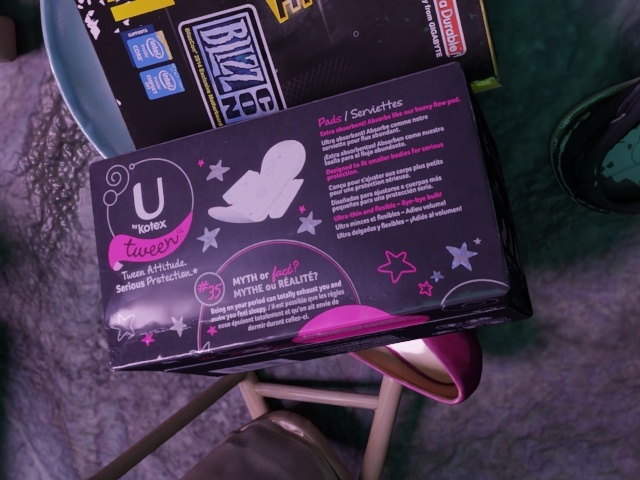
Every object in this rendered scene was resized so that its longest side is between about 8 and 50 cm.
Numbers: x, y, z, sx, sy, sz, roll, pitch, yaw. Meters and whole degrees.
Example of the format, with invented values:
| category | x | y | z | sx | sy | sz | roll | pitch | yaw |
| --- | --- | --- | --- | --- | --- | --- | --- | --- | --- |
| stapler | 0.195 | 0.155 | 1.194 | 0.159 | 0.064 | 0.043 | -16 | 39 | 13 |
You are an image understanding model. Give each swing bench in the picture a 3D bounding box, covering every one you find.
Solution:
| category | x | y | z | sx | sy | sz | roll | pitch | yaw |
| --- | --- | --- | --- | --- | --- | --- | --- | --- | --- |
| swing bench | -0.045 | 0.252 | 0.653 | 0.165 | 0.253 | 0.255 | 2 | 106 | 27 |

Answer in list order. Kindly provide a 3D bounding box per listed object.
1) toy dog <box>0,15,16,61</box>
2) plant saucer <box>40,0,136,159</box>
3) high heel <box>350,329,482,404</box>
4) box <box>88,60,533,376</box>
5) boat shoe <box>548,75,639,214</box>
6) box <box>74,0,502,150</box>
| category | x | y | z | sx | sy | sz | roll | pitch | yaw |
| --- | --- | --- | --- | --- | --- | --- | --- | --- | --- |
| toy dog | -0.377 | -0.205 | 0.607 | 0.160 | 0.333 | 0.220 | 1 | 81 | 29 |
| plant saucer | -0.060 | -0.172 | 0.664 | 0.317 | 0.044 | 0.318 | 3 | 106 | 11 |
| high heel | 0.011 | 0.052 | 0.670 | 0.244 | 0.117 | 0.082 | 29 | 109 | 3 |
| box | 0.000 | 0.000 | 0.575 | 0.247 | 0.163 | 0.142 | -12 | 77 | 16 |
| boat shoe | 0.315 | -0.108 | 0.563 | 0.340 | 0.113 | 0.127 | -20 | 100 | 16 |
| box | -0.045 | -0.225 | 0.545 | 0.257 | 0.079 | 0.322 | -11 | 116 | 14 |
